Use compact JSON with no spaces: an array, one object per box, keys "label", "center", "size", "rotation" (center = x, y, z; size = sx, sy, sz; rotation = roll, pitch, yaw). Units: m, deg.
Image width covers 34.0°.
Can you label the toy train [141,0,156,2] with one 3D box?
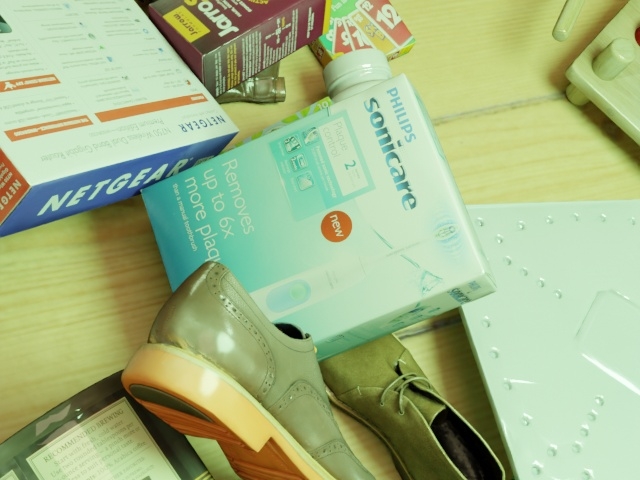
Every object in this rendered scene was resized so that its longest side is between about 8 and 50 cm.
[{"label":"toy train","center":[-0.225,-0.419,1.226],"size":[0.334,0.142,0.190],"rotation":[46,74,0]}]

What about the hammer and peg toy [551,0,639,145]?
[{"label":"hammer and peg toy","center":[0.439,-0.244,1.395],"size":[0.361,0.127,0.266],"rotation":[43,63,1]}]

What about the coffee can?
[{"label":"coffee can","center":[-0.167,0.279,0.919],"size":[0.202,0.201,0.275],"rotation":[-32,83,-28]}]

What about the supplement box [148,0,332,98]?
[{"label":"supplement box","center":[-0.090,-0.254,1.199],"size":[0.188,0.080,0.104],"rotation":[-35,65,-24]}]

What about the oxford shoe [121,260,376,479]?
[{"label":"oxford shoe","center":[-0.024,0.152,0.939],"size":[0.363,0.130,0.132],"rotation":[52,54,-48]}]

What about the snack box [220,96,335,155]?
[{"label":"snack box","center":[-0.030,-0.083,1.164],"size":[0.141,0.037,0.100],"rotation":[-26,75,14]}]

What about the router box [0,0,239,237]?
[{"label":"router box","center":[-0.278,-0.172,1.029],"size":[0.301,0.082,0.335],"rotation":[51,30,8]}]

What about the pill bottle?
[{"label":"pill bottle","center":[0.064,-0.119,1.217],"size":[0.108,0.108,0.193],"rotation":[-8,72,-23]}]

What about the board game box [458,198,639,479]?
[{"label":"board game box","center":[0.344,0.127,1.210],"size":[0.390,0.050,0.389],"rotation":[-2,58,-21]}]

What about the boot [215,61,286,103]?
[{"label":"boot","center":[-0.103,-0.208,1.236],"size":[0.114,0.037,0.106],"rotation":[-4,68,-16]}]

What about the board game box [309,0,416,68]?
[{"label":"board game box","center":[0.002,-0.328,1.323],"size":[0.124,0.039,0.259],"rotation":[-28,78,-28]}]

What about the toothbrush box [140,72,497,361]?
[{"label":"toothbrush box","center":[0.000,0.000,1.055],"size":[0.296,0.126,0.216],"rotation":[-22,75,10]}]

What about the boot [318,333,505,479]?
[{"label":"boot","center":[0.085,0.158,1.111],"size":[0.112,0.115,0.305],"rotation":[-37,83,-25]}]
